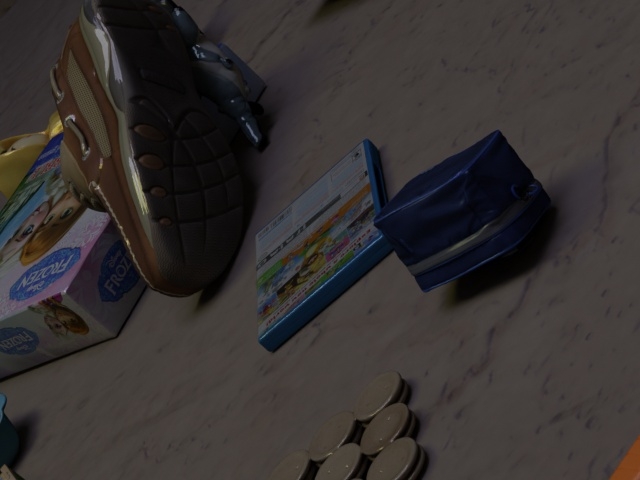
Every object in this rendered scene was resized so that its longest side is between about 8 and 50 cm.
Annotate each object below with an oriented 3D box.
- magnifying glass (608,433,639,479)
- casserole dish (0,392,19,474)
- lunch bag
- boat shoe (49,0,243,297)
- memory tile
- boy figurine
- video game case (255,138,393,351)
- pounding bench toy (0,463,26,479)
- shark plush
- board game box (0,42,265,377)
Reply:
[{"bbox_3d":[0.178,0.058,0.773,0.231,0.026,0.092,-54,22,-16],"label":"magnifying glass"},{"bbox_3d":[-0.315,0.212,1.439,0.188,0.037,0.114,-51,21,-11],"label":"casserole dish"},{"bbox_3d":[0.090,-0.015,1.021,0.098,0.065,0.067,-29,12,43],"label":"lunch bag"},{"bbox_3d":[-0.155,-0.071,1.443,0.116,0.123,0.324,-45,43,28],"label":"boat shoe"},{"bbox_3d":[-0.001,0.145,0.980,0.148,0.012,0.113,-42,21,13],"label":"memory tile"},{"bbox_3d":[-0.251,-0.154,1.902,0.285,0.092,0.177,-41,24,7],"label":"boy figurine"},{"bbox_3d":[0.000,0.000,1.237,0.119,0.015,0.166,-40,22,16],"label":"video game case"},{"bbox_3d":[-0.222,0.211,1.235,0.065,0.052,0.083,-50,21,-8],"label":"pounding bench toy"},{"bbox_3d":[-0.102,-0.134,1.541,0.067,0.161,0.073,-43,-13,-5],"label":"shark plush"},{"bbox_3d":[-0.230,-0.014,1.636,0.318,0.066,0.318,-22,32,47],"label":"board game box"}]
